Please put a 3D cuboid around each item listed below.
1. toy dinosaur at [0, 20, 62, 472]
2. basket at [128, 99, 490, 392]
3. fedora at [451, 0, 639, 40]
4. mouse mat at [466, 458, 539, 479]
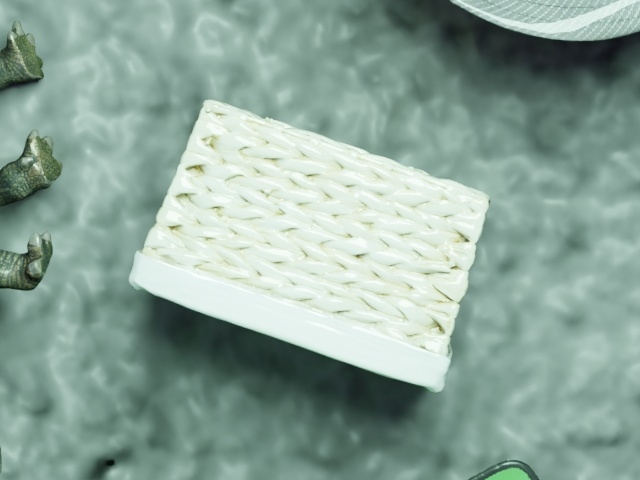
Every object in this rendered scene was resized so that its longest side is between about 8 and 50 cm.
[{"bbox_3d":[-0.226,-0.031,0.977,0.160,0.121,0.313,-15,99,17],"label":"toy dinosaur"},{"bbox_3d":[0.000,0.000,0.953,0.167,0.113,0.103,20,93,1],"label":"basket"},{"bbox_3d":[0.125,-0.229,0.914,0.244,0.124,0.275,30,88,-2],"label":"fedora"},{"bbox_3d":[0.087,0.228,0.986,0.153,0.007,0.189,-29,94,6],"label":"mouse mat"}]
